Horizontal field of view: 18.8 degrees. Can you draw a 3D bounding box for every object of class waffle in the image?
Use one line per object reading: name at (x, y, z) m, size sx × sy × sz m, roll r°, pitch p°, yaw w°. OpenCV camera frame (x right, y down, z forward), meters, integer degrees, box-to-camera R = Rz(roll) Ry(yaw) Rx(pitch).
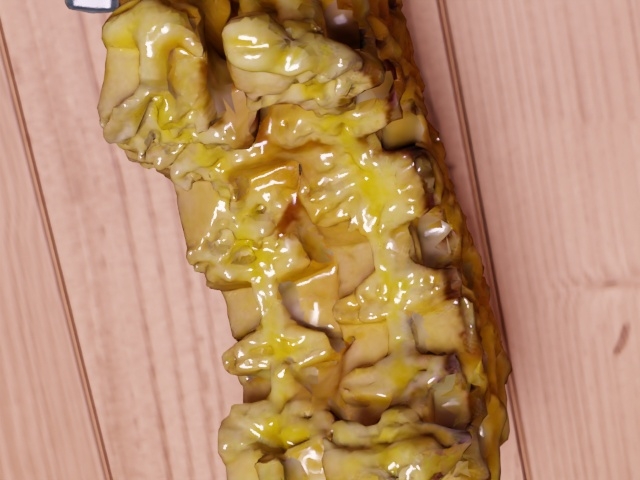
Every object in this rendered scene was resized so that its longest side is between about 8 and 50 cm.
waffle at (0.000, 0.000, 0.989) m, size 0.151 × 0.261 × 0.324 m, roll -10°, pitch 103°, yaw 14°

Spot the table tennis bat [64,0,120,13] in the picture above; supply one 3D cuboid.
table tennis bat at (-0.115, -0.260, 1.045) m, size 0.154 × 0.021 × 0.274 m, roll 5°, pitch 104°, yaw 2°
